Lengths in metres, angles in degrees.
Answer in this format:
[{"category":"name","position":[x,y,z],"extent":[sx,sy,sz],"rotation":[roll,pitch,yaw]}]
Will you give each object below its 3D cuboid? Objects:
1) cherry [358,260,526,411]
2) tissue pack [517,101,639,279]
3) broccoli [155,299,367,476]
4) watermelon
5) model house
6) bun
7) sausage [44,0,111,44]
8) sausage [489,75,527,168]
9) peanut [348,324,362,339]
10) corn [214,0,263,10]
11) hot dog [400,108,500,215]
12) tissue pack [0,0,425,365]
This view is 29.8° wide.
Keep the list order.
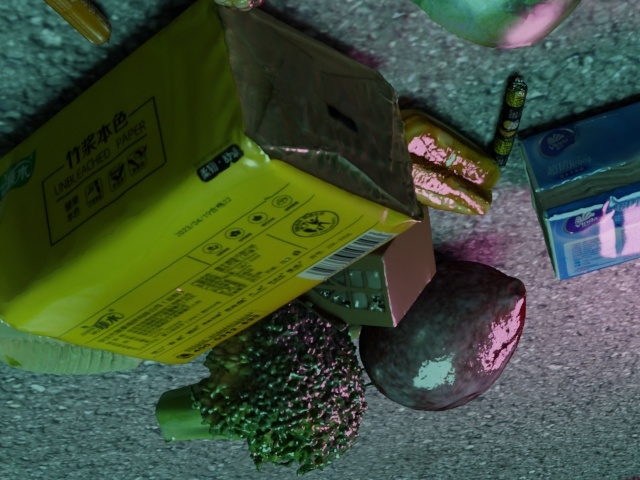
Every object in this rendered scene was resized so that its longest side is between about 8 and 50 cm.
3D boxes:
[{"category":"cherry","position":[0.186,0.141,1.800],"extent":[0.300,0.203,0.230],"rotation":[-40,139,24]},{"category":"tissue pack","position":[0.407,-0.076,1.556],"extent":[0.263,0.146,0.198],"rotation":[-17,151,8]},{"category":"broccoli","position":[-0.077,0.185,1.739],"extent":[0.301,0.249,0.375],"rotation":[10,-167,12]},{"category":"watermelon","position":[0.180,-0.262,1.089],"extent":[0.231,0.128,0.146],"rotation":[-11,164,-40]},{"category":"model house","position":[0.000,0.000,1.551],"extent":[0.248,0.181,0.176],"rotation":[3,117,24]},{"category":"bun","position":[-0.318,0.069,1.490],"extent":[0.259,0.160,0.259],"rotation":[3,161,1]},{"category":"sausage","position":[-0.227,-0.215,1.133],"extent":[0.031,0.031,0.107],"rotation":[-22,151,16]},{"category":"sausage","position":[0.231,-0.140,1.487],"extent":[0.028,0.025,0.198],"rotation":[-12,152,-9]},{"category":"peanut","position":[0.032,0.147,1.919],"extent":[0.083,0.037,0.037],"rotation":[-9,152,-4]},{"category":"corn","position":[-0.119,-0.280,1.000],"extent":[0.092,0.092,0.280],"rotation":[-19,155,10]},{"category":"hot dog","position":[0.133,-0.095,1.467],"extent":[0.076,0.102,0.249],"rotation":[20,-179,40]},{"category":"tissue pack","position":[-0.129,-0.049,1.276],"extent":[0.382,0.228,0.293],"rotation":[-33,148,30]}]
